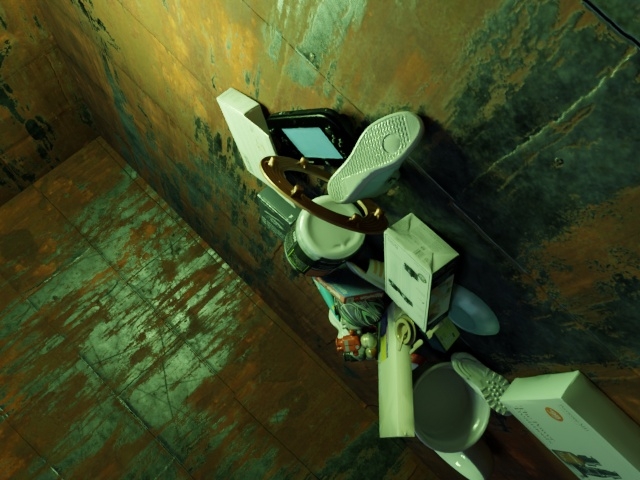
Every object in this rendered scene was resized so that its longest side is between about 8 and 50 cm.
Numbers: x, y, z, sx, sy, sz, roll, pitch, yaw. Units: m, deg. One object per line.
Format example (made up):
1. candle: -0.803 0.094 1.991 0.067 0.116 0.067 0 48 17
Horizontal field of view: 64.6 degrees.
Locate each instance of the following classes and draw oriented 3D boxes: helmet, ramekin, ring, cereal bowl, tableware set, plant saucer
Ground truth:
1. helmet: 0.133 0.211 1.701 0.169 0.169 0.161 37 174 23
2. ramekin: 0.391 0.522 1.633 0.277 0.277 0.135 48 168 -5
3. ring: 0.015 -0.120 1.185 0.336 0.032 0.337 25 -157 -11
4. cereal bowl: 0.555 0.802 2.031 0.339 0.141 0.339 39 159 18
5. tableware set: 0.265 0.236 1.459 0.194 0.039 0.128 -58 42 43
6. plant saucer: 0.379 0.192 1.341 0.195 0.037 0.195 39 159 18

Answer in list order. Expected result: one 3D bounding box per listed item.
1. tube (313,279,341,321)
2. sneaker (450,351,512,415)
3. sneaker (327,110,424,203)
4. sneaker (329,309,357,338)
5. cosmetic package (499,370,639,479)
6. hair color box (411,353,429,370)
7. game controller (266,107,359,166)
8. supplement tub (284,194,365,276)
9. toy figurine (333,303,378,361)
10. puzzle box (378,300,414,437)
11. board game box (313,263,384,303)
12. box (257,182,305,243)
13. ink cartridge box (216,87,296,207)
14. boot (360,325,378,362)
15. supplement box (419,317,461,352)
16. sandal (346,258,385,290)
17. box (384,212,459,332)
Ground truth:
1. tube: 0.034 0.226 1.990 0.207 0.052 0.080 64 -166 11
2. sneaker: 0.492 0.424 1.524 0.235 0.090 0.095 46 174 10
3. sneaker: 0.138 -0.174 1.051 0.256 0.151 0.094 -41 73 39
4. sneaker: 0.107 0.325 2.065 0.115 0.090 0.232 -66 31 32
5. cosmetic package: 0.674 0.496 1.253 0.377 0.097 0.284 44 158 7
6. hair color box: 0.360 0.467 1.915 0.072 0.043 0.141 50 159 -11
7. game controller: -0.014 -0.246 1.235 0.319 0.067 0.166 17 146 55
8. supplement tub: 0.000 0.000 1.504 0.193 0.193 0.316 46 160 0
9. toy figurine: 0.141 0.332 1.857 0.210 0.148 0.213 66 -162 -55
10. puzzle box: 0.238 0.420 1.637 0.052 0.409 0.272 3 159 -4
11. board game box: 0.067 0.127 1.639 0.281 0.145 0.027 35 125 56
12. box: -0.116 -0.091 1.691 0.153 0.108 0.207 42 160 13
13. ink cartridge box: -0.163 -0.266 1.477 0.261 0.066 0.296 39 161 33
14. boot: 0.200 0.413 2.093 0.236 0.085 0.179 12 137 59
15. supplement box: 0.349 0.262 1.469 0.083 0.083 0.056 54 159 -22
16. sandal: 0.194 0.108 1.521 0.265 0.076 0.102 31 -179 -19
17. box: 0.245 0.088 1.272 0.169 0.087 0.290 46 160 33
